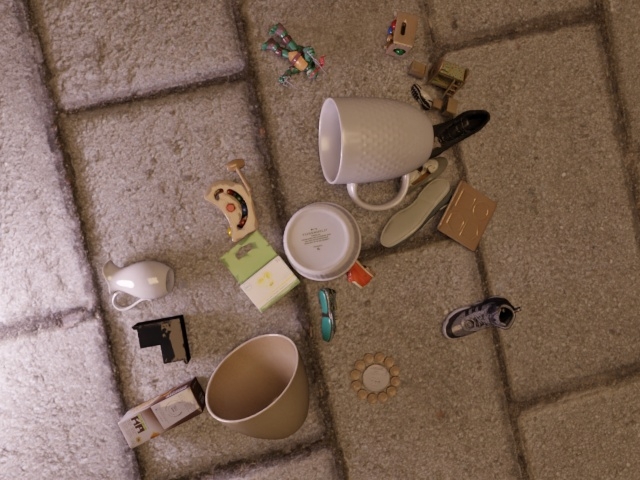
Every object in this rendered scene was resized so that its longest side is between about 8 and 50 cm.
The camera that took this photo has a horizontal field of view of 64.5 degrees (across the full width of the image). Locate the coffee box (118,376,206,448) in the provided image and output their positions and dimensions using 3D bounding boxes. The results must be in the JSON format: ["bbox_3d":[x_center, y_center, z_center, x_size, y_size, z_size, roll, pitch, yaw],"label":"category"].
[{"bbox_3d":[-0.510,0.559,1.664,0.247,0.141,0.098,-26,93,-5],"label":"coffee box"}]

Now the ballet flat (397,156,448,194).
[{"bbox_3d":[0.359,-0.236,1.781,0.213,0.068,0.072,-36,58,-3],"label":"ballet flat"}]

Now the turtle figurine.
[{"bbox_3d":[-0.083,-0.610,1.714,0.234,0.118,0.175,43,127,-4],"label":"turtle figurine"}]

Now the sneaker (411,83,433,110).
[{"bbox_3d":[0.364,-0.512,1.806,0.044,0.040,0.109,-34,89,-34],"label":"sneaker"}]

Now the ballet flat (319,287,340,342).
[{"bbox_3d":[0.038,0.258,1.765,0.070,0.070,0.188,-4,95,-6],"label":"ballet flat"}]

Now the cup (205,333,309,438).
[{"bbox_3d":[-0.165,0.503,1.641,0.331,0.331,0.237,-34,121,-5],"label":"cup"}]

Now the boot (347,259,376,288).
[{"bbox_3d":[0.109,0.101,1.772,0.158,0.059,0.084,39,91,-7],"label":"boot"}]

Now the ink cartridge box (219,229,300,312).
[{"bbox_3d":[-0.208,0.102,1.737,0.171,0.056,0.235,-39,96,-5],"label":"ink cartridge box"}]

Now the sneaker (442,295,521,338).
[{"bbox_3d":[0.565,0.275,1.775,0.269,0.153,0.101,-24,93,-6],"label":"sneaker"}]

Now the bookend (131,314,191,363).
[{"bbox_3d":[-0.527,0.342,1.693,0.156,0.072,0.157,-11,93,-5],"label":"bookend"}]

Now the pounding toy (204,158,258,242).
[{"bbox_3d":[-0.298,-0.127,1.672,0.154,0.155,0.269,-13,90,-9],"label":"pounding toy"}]

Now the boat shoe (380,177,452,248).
[{"bbox_3d":[0.343,-0.075,1.766,0.319,0.116,0.099,-45,134,-8],"label":"boat shoe"}]

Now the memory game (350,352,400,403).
[{"bbox_3d":[0.195,0.490,1.808,0.186,0.012,0.186,0,91,-6],"label":"memory game"}]

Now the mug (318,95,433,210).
[{"bbox_3d":[0.187,-0.283,1.675,0.328,0.276,0.373,-4,101,-14],"label":"mug"}]

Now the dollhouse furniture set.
[{"bbox_3d":[0.400,-0.536,1.742,0.182,0.101,0.160,17,72,-13],"label":"dollhouse furniture set"}]

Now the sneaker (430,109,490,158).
[{"bbox_3d":[0.460,-0.382,1.768,0.286,0.130,0.109,-33,96,-4],"label":"sneaker"}]

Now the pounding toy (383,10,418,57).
[{"bbox_3d":[0.264,-0.695,1.740,0.100,0.130,0.141,10,90,-6],"label":"pounding toy"}]

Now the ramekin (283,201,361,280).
[{"bbox_3d":[0.000,0.000,1.690,0.273,0.127,0.272,0,87,8],"label":"ramekin"}]

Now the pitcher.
[{"bbox_3d":[-0.593,0.152,1.670,0.207,0.125,0.177,1,111,4],"label":"pitcher"}]

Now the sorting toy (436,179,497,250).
[{"bbox_3d":[0.518,-0.087,1.801,0.208,0.038,0.192,28,88,-28],"label":"sorting toy"}]
